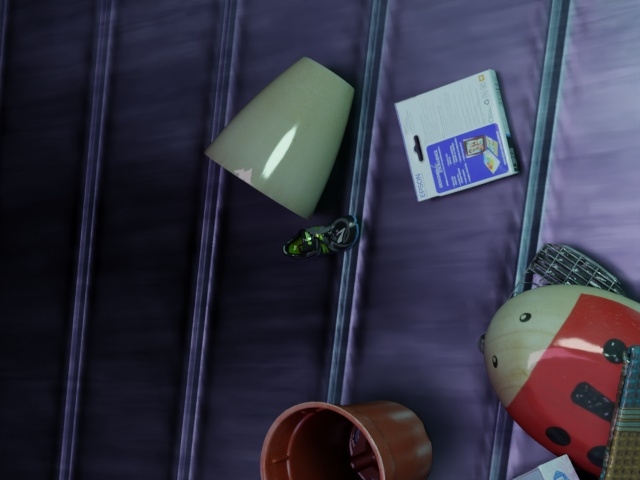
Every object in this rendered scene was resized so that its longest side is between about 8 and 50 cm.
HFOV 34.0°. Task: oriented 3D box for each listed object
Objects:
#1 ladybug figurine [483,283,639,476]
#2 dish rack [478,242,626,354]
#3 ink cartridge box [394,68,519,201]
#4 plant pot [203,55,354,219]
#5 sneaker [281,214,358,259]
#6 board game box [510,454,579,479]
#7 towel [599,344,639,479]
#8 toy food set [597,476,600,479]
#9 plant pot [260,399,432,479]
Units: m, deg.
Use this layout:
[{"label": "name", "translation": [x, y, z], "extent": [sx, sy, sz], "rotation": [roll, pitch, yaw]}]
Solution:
[{"label": "ladybug figurine", "translation": [0.481, 0.256, 1.757], "extent": [0.449, 0.162, 0.305], "rotation": [29, 106, 8]}, {"label": "dish rack", "translation": [0.425, 0.149, 1.904], "extent": [0.208, 0.074, 0.272], "rotation": [37, 109, 25]}, {"label": "ink cartridge box", "translation": [0.260, -0.198, 2.012], "extent": [0.208, 0.045, 0.206], "rotation": [-16, 83, 31]}, {"label": "plant pot", "translation": [-0.058, -0.224, 2.123], "extent": [0.256, 0.256, 0.274], "rotation": [33, 93, 28]}, {"label": "sneaker", "translation": [0.000, 0.000, 2.168], "extent": [0.188, 0.078, 0.067], "rotation": [-21, 80, 31]}, {"label": "board game box", "translation": [0.405, 0.562, 1.822], "extent": [0.318, 0.065, 0.319], "rotation": [66, 156, 16]}, {"label": "towel", "translation": [0.614, 0.300, 1.647], "extent": [0.040, 0.370, 0.272], "rotation": [-149, 66, -69]}, {"label": "toy food set", "translation": [0.539, 0.423, 1.865], "extent": [0.083, 0.020, 0.083], "rotation": [-45, 69, 25]}, {"label": "plant pot", "translation": [0.070, 0.428, 2.025], "extent": [0.272, 0.265, 0.273], "rotation": [1, 91, 32]}]
